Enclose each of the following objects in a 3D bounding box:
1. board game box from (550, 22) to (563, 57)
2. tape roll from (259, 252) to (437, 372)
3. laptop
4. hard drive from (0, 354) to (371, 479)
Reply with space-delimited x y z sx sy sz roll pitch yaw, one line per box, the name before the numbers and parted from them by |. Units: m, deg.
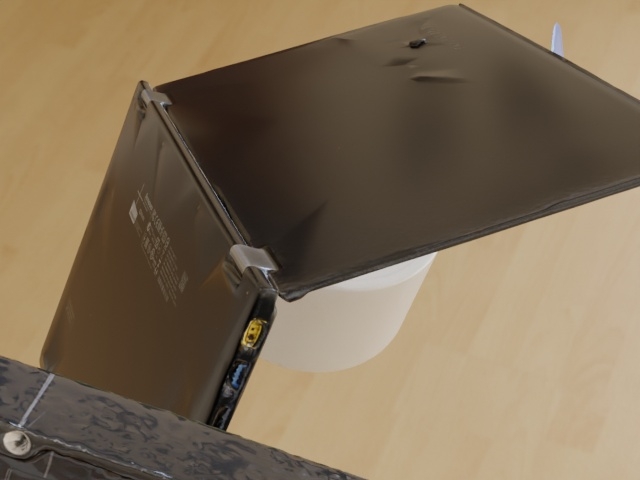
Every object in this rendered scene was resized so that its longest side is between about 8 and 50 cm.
board game box | 0.280 -0.182 1.424 0.033 0.168 0.133 -2 34 19
tape roll | 0.000 0.000 1.274 0.246 0.169 0.246 7 52 -9
laptop | -0.008 0.026 0.803 0.236 0.408 0.382 16 17 -24
hard drive | -0.055 0.199 0.500 0.339 0.237 0.064 19 17 -3
